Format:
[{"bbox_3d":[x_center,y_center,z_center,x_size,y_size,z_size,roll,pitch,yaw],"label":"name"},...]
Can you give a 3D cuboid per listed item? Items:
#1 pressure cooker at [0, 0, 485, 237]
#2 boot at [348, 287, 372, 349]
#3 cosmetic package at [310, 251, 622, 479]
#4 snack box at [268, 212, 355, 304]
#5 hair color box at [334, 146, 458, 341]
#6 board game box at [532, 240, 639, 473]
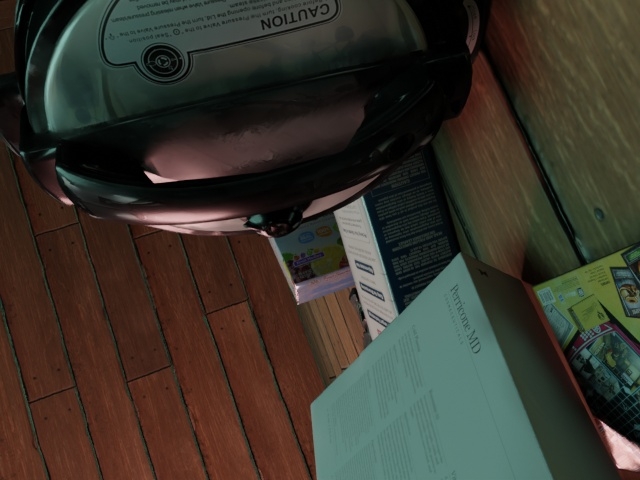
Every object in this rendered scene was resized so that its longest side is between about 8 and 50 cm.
[{"bbox_3d":[-0.078,-0.202,0.559,0.370,0.376,0.420,-38,50,34],"label":"pressure cooker"},{"bbox_3d":[0.112,0.206,1.138,0.338,0.118,0.222,124,130,-63],"label":"boot"},{"bbox_3d":[0.115,0.238,0.527,0.284,0.098,0.377,-54,27,32],"label":"cosmetic package"},{"bbox_3d":[0.000,0.000,1.114,0.070,0.175,0.207,85,162,-47],"label":"snack box"},{"bbox_3d":[0.099,-0.001,0.804,0.174,0.105,0.347,-160,53,-77],"label":"hair color box"},{"bbox_3d":[0.244,0.076,0.387,0.243,0.042,0.165,113,137,-74],"label":"board game box"}]
